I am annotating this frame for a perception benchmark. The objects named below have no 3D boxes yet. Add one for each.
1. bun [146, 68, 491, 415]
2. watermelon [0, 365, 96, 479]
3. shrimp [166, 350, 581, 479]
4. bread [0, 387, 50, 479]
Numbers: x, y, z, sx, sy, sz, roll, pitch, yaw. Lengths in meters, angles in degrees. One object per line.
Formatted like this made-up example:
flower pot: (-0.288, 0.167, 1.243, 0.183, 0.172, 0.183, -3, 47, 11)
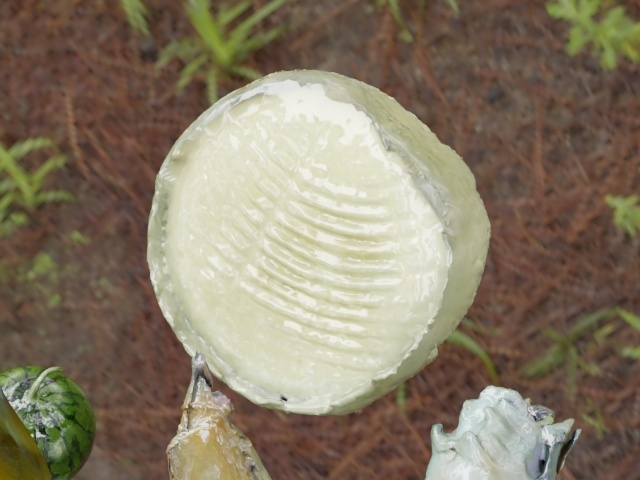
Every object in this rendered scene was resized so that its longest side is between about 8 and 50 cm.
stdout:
bun: (0.000, 0.000, 1.355, 0.259, 0.152, 0.259, 4, 99, 23)
watermelon: (-0.222, 0.143, 1.407, 0.109, 0.109, 0.109, -11, 59, 19)
shrimp: (0.022, 0.170, 1.113, 0.068, 0.287, 0.185, 10, 90, 59)
bread: (-0.228, 0.126, 1.092, 0.088, 0.161, 0.233, -40, 60, 12)
